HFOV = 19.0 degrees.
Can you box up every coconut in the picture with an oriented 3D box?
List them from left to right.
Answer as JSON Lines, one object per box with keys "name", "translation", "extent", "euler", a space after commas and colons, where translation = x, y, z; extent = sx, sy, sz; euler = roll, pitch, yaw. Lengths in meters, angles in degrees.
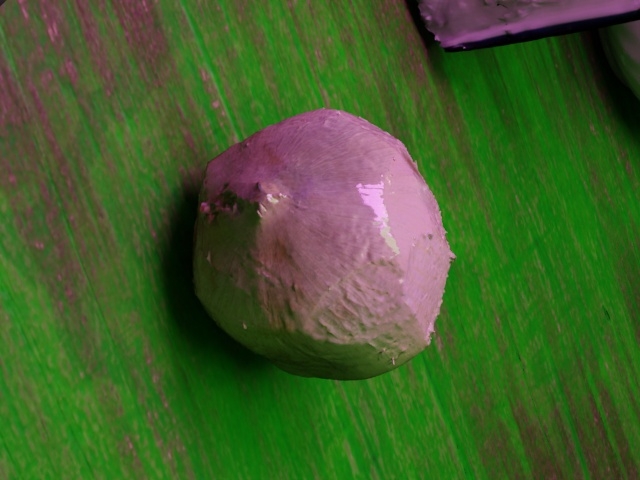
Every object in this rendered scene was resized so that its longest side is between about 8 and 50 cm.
{"name": "coconut", "translation": [-0.001, 0.003, 1.308], "extent": [0.194, 0.194, 0.194], "euler": [18, 68, -53]}

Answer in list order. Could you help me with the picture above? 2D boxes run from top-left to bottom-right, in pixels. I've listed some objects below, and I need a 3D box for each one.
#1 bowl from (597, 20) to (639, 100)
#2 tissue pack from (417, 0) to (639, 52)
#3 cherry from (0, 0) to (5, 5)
{"name": "bowl", "translation": [0.370, -0.231, 1.931], "extent": [0.277, 0.145, 0.277], "euler": [21, 63, -51]}
{"name": "tissue pack", "translation": [0.237, -0.362, 1.664], "extent": [0.416, 0.264, 0.253], "euler": [-52, 127, -47]}
{"name": "cherry", "translation": [-0.233, -0.195, 1.009], "extent": [0.195, 0.195, 0.195], "euler": [18, 68, -53]}
